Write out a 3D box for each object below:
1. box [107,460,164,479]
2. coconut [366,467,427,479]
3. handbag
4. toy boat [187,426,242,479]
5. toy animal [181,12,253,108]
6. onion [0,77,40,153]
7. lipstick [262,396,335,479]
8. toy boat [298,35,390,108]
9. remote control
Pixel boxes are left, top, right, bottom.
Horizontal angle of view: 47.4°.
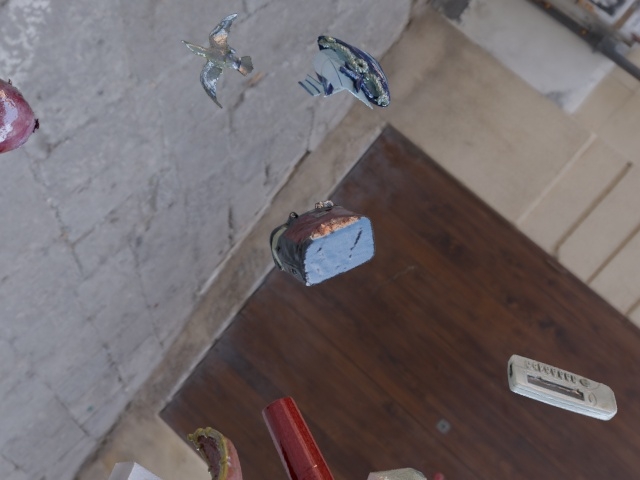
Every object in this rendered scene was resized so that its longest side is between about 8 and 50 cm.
[{"bbox_3d":[-0.271,0.491,1.217,0.067,0.233,0.149,-16,-141,41],"label":"box"},{"bbox_3d":[0.138,0.475,1.279,0.147,0.147,0.152,81,34,-76],"label":"coconut"},{"bbox_3d":[0.000,0.000,1.914,0.254,0.181,0.181,-25,119,-27],"label":"handbag"},{"bbox_3d":[-0.245,0.538,1.741,0.318,0.099,0.141,-149,-116,-68],"label":"toy boat"},{"bbox_3d":[-0.228,-0.419,1.621,0.155,0.095,0.219,17,87,-53],"label":"toy animal"},{"bbox_3d":[-0.662,-0.230,1.424,0.195,0.159,0.159,-50,171,-28],"label":"onion"},{"bbox_3d":[-0.015,0.394,1.208,0.073,0.279,0.073,-21,148,-14],"label":"lipstick"},{"bbox_3d":[0.065,-0.348,1.603,0.070,0.210,0.291,-50,-165,35],"label":"toy boat"},{"bbox_3d":[0.498,0.310,1.516,0.090,0.230,0.049,-75,-175,-51],"label":"remote control"}]
